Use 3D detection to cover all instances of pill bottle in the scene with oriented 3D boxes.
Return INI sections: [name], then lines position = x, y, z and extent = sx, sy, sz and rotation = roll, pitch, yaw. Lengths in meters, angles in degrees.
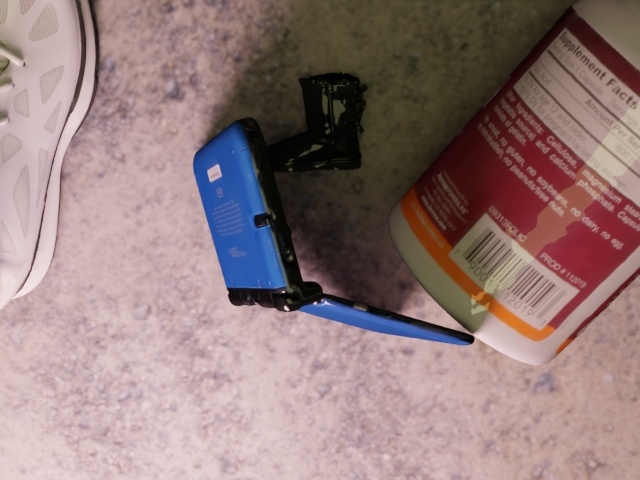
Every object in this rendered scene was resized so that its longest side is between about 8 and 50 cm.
[pill bottle]
position = 0.267, -0.090, 1.090
extent = 0.224, 0.224, 0.392
rotation = 39, 109, -7

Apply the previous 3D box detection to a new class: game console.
[game console]
position = 0.000, 0.000, 1.140
extent = 0.173, 0.293, 0.250
rotation = -16, 92, -15

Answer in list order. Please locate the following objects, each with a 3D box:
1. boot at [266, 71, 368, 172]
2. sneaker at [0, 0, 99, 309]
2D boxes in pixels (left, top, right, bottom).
[boot]
position = -0.009, -0.124, 1.208
extent = 0.121, 0.045, 0.099
rotation = -2, 112, 0
[sneaker]
position = -0.344, -0.103, 1.144
extent = 0.169, 0.257, 0.448
rotation = 11, 110, 3
